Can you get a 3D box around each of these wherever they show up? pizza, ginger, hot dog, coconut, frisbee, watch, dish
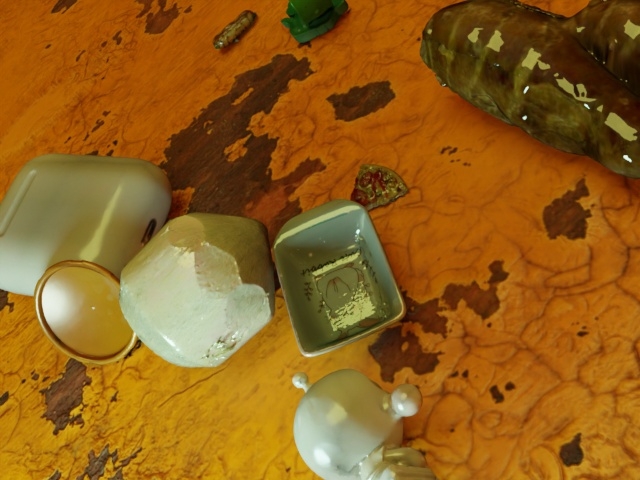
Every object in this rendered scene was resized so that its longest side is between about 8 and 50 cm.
[{"bbox_3d":[0.090,-0.084,1.136,0.099,0.029,0.100,0,59,32],"label":"pizza"},{"bbox_3d":[0.331,-0.247,0.998,0.418,0.176,0.254,33,76,39],"label":"ginger"},{"bbox_3d":[-0.184,-0.454,1.584,0.122,0.037,0.049,-42,34,-7],"label":"hot dog"},{"bbox_3d":[-0.167,0.061,1.074,0.234,0.224,0.224,-36,46,9],"label":"coconut"},{"bbox_3d":[-0.384,0.117,1.217,0.192,0.192,0.035,-19,16,21],"label":"frisbee"},{"bbox_3d":[-0.042,-0.484,1.431,0.131,0.152,0.165,-35,47,11],"label":"watch"},{"bbox_3d":[0.025,0.049,1.036,0.154,0.064,0.234,-23,57,8],"label":"dish"}]

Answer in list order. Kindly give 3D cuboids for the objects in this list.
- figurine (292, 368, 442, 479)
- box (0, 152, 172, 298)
[{"bbox_3d":[0.043,0.253,0.857,0.145,0.181,0.256,-8,30,-26],"label":"figurine"},{"bbox_3d":[-0.452,-0.027,1.355,0.349,0.141,0.288,6,65,27],"label":"box"}]
